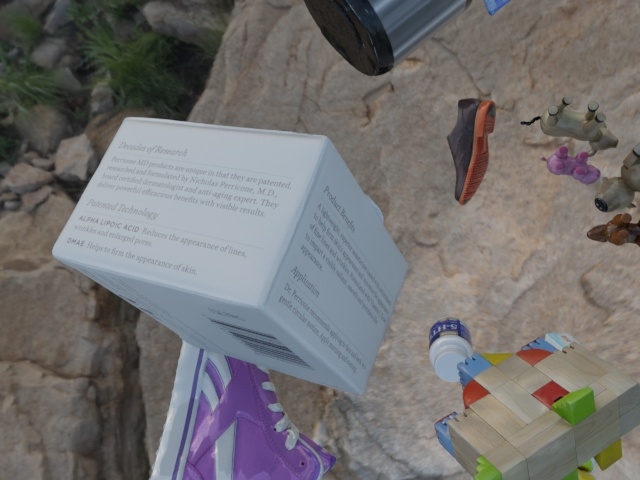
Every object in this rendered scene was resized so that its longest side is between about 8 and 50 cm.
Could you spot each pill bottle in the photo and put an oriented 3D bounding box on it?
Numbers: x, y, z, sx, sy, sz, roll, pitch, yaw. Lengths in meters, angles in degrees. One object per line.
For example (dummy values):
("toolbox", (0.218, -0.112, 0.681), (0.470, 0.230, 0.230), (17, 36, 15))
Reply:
("pill bottle", (0.334, 0.280, 1.765), (0.112, 0.187, 0.112), (2, 109, 7))

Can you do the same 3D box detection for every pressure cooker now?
("pressure cooker", (0.191, -0.671, 1.730), (0.420, 0.375, 0.370), (-38, 79, -4))

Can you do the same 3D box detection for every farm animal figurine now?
("farm animal figurine", (0.596, -0.145, 1.335), (0.326, 0.172, 0.330), (-21, 77, 4))

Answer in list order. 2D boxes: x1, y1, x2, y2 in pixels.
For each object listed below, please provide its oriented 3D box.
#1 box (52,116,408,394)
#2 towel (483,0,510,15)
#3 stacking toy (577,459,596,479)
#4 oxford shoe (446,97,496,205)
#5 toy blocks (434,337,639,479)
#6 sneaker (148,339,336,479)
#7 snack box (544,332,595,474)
("box", (-0.055, 0.013, 0.510), (0.181, 0.181, 0.119), (11, 67, 29))
("towel", (0.288, -0.531, 1.075), (0.209, 0.285, 0.034), (-41, 31, -21))
("stacking toy", (0.461, 0.423, 1.315), (0.165, 0.175, 0.302), (3, 66, 29))
("oxford shoe", (0.371, -0.226, 1.751), (0.098, 0.097, 0.271), (19, 109, 31))
("toy blocks", (0.350, 0.286, 1.206), (0.381, 0.191, 0.261), (-27, 30, -16))
("sneaker", (-0.061, 0.159, 0.656), (0.161, 0.102, 0.282), (8, 64, -1))
("snack box", (0.531, 0.386, 1.494), (0.060, 0.187, 0.322), (1, 108, -12))
